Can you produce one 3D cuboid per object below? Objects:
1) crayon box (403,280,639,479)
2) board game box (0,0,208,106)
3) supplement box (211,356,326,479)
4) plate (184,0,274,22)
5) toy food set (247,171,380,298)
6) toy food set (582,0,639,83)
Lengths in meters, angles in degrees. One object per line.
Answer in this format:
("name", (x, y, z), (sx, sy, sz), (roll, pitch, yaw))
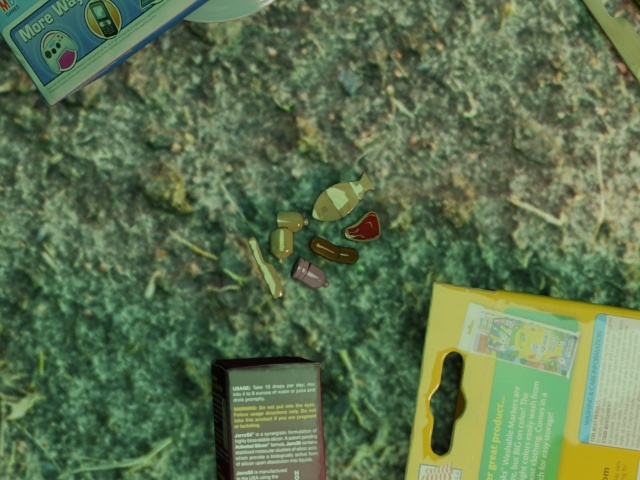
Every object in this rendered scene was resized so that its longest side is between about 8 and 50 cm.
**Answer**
("crayon box", (0.229, 0.155, 1.629), (0.323, 0.083, 0.203), (9, 88, -10))
("board game box", (-0.178, -0.308, 1.471), (0.308, 0.086, 0.302), (-30, 96, 35))
("supplement box", (-0.042, 0.193, 1.573), (0.080, 0.104, 0.188), (-3, 90, -10))
("plate", (-0.095, -0.279, 1.608), (0.188, 0.024, 0.188), (0, 90, -8))
("toy food set", (0.000, 0.000, 1.626), (0.122, 0.019, 0.078), (-25, 94, -16))
("toy food set", (0.326, -0.235, 1.656), (0.192, 0.038, 0.132), (-34, 82, -8))
